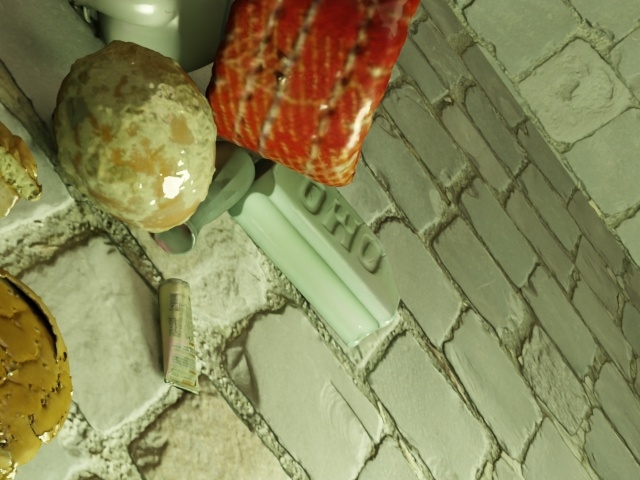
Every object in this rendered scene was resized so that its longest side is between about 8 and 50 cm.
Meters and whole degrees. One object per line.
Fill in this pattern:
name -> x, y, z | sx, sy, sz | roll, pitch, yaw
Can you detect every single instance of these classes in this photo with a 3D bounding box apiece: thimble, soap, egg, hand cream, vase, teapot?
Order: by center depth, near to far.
hand cream -> -0.171, 0.113, 1.376 | 0.061, 0.039, 0.143 | 35, 40, -50
egg -> -0.221, -0.123, 1.388 | 0.195, 0.195, 0.233 | -61, 133, -63
vase -> -0.159, -0.054, 1.547 | 0.086, 0.086, 0.214 | 49, 30, -13
thimble -> -0.008, -0.257, 1.571 | 0.231, 0.350, 0.350 | 22, 28, 1
teapot -> -0.246, -0.368, 1.623 | 0.280, 0.252, 0.424 | 14, 22, -1
soap -> 0.000, 0.000, 1.735 | 0.289, 0.095, 0.173 | 49, 26, -13

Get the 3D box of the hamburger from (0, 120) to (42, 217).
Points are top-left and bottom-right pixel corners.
hamburger -> -0.407, -0.119, 1.155 | 0.262, 0.124, 0.131 | 49, 7, -24

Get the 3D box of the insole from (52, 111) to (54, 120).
insole -> -0.292, -0.123, 1.480 | 0.135, 0.002, 0.045 | 36, 30, -35

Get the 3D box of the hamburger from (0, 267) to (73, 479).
hamburger -> -0.321, 0.114, 1.026 | 0.214, 0.108, 0.213 | 37, 36, -32
